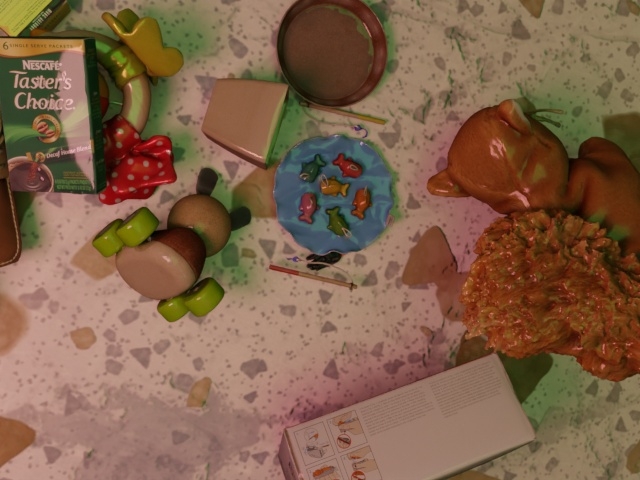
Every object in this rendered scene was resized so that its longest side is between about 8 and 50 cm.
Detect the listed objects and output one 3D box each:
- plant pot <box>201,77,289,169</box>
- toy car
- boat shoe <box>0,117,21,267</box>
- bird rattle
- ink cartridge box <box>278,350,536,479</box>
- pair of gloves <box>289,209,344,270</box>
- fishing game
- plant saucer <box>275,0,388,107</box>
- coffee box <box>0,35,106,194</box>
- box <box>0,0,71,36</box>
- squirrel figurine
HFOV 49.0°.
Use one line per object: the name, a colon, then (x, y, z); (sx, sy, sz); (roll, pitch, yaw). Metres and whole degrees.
plant pot: (-0.104, -0.166, 0.962); (0.096, 0.109, 0.109); (17, 89, -3)
toy car: (-0.179, -0.011, 0.958); (0.155, 0.149, 0.188); (50, 53, -20)
boat shoe: (-0.443, -0.118, 0.842); (0.122, 0.120, 0.324); (-30, 104, -50)
bird rattle: (-0.282, -0.174, 0.909); (0.207, 0.143, 0.253); (7, 105, -16)
ink cartridge box: (0.104, 0.301, 1.010); (0.309, 0.272, 0.130); (-17, 67, -14)
pair of gloves: (0.000, 0.000, 1.046); (0.074, 0.010, 0.083); (-28, 102, -14)
fishing game: (0.024, -0.066, 1.026); (0.189, 0.041, 0.264); (15, 84, -14)
plant saucer: (0.015, -0.276, 1.021); (0.168, 0.029, 0.168); (-1, 95, -14)
coffee box: (-0.320, -0.149, 0.837); (0.113, 0.040, 0.184); (3, 108, 4)
box: (-0.435, -0.350, 0.881); (0.232, 0.058, 0.087); (42, 84, -14)
squirrel figurine: (0.329, -0.018, 0.956); (0.370, 0.281, 0.397); (39, 45, -7)
